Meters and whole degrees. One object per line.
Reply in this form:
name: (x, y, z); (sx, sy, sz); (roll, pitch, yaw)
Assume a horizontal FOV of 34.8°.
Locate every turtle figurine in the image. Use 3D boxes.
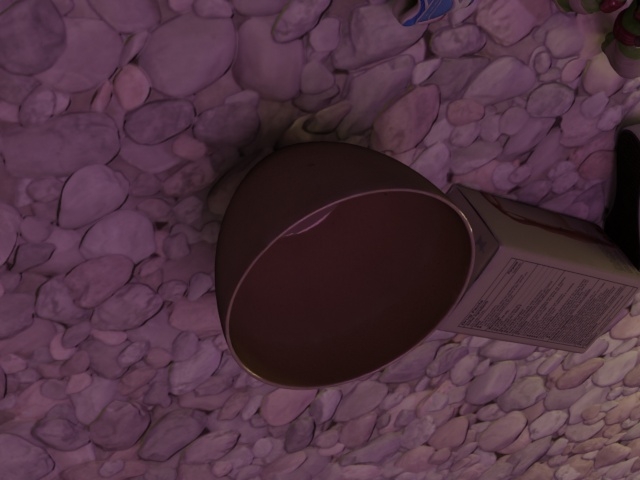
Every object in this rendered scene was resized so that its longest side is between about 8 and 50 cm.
turtle figurine: (0.350, -0.309, 1.104); (0.198, 0.274, 0.266); (-56, 157, -5)

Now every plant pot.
plant pot: (0.000, 0.000, 1.132); (0.284, 0.191, 0.284); (-16, 135, -16)

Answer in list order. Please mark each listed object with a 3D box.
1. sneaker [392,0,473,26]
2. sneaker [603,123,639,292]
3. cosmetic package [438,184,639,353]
sneaker: (0.093, -0.294, 0.989); (0.081, 0.080, 0.211); (-30, 136, -5)
sneaker: (0.474, -0.043, 1.415); (0.123, 0.106, 0.290); (-16, 134, -11)
cosmetic package: (0.272, 0.044, 1.371); (0.296, 0.129, 0.153); (13, 124, -38)
